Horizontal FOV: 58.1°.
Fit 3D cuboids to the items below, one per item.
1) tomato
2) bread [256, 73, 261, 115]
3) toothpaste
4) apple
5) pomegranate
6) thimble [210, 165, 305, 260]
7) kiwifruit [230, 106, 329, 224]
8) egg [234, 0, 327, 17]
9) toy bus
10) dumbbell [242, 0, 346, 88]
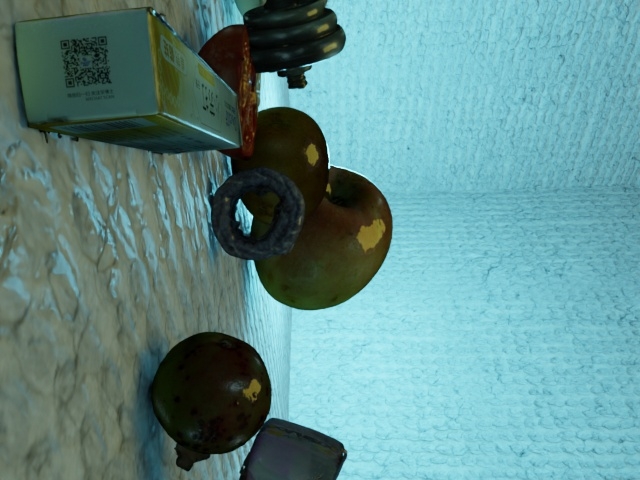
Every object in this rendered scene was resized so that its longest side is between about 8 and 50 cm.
[{"bbox_3d":[-0.132,-0.198,0.785,0.166,0.082,0.174,-74,166,-86],"label":"tomato"},{"bbox_3d":[-0.141,-0.235,0.967,0.149,0.073,0.122,-87,-178,-52],"label":"bread"},{"bbox_3d":[-0.131,-0.112,0.484,0.313,0.089,0.071,-81,164,-85],"label":"toothpaste"},{"bbox_3d":[0.000,0.000,1.348,0.339,0.338,0.305,-91,-166,-50],"label":"apple"},{"bbox_3d":[-0.105,0.155,0.575,0.130,0.130,0.131,-1,90,-89],"label":"pomegranate"},{"bbox_3d":[-0.095,-0.042,0.907,0.098,0.149,0.150,-99,-173,-89],"label":"thimble"},{"bbox_3d":[-0.075,-0.134,1.104,0.196,0.195,0.234,-91,-176,-46],"label":"kiwifruit"},{"bbox_3d":[-0.099,-0.530,1.120,0.265,0.174,0.286,-67,165,4],"label":"egg"},{"bbox_3d":[-0.068,0.346,0.563,0.138,0.112,0.317,9,98,-84],"label":"toy bus"},{"bbox_3d":[-0.071,-0.416,0.817,0.179,0.179,0.407,-91,171,-59],"label":"dumbbell"}]
